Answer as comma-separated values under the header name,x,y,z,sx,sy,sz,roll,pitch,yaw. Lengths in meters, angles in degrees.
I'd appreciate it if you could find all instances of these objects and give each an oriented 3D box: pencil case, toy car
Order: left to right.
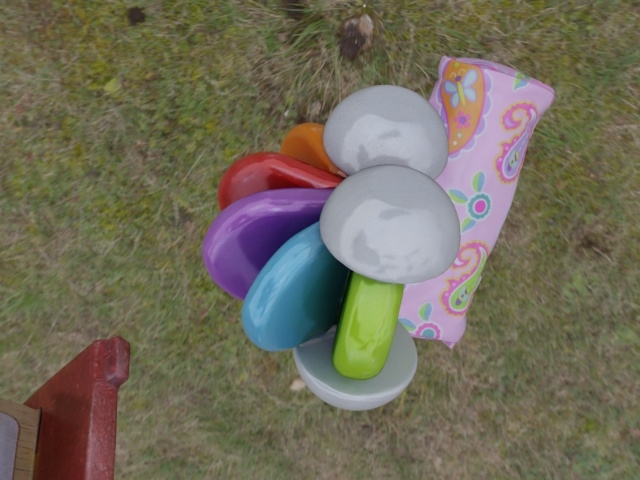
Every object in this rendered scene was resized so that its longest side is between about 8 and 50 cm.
name,x,y,z,sx,sy,sz,roll,pitch,yaw
toy car,0.000,0.000,0.537,0.136,0.182,0.159,8,133,-6
pencil case,0.129,-0.036,0.892,0.124,0.124,0.284,18,100,-2

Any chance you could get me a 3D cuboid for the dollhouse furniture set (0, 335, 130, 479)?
name,x,y,z,sx,sy,sz,roll,pitch,yaw
dollhouse furniture set,-0.165,0.175,0.196,0.201,0.374,0.152,28,127,-36
